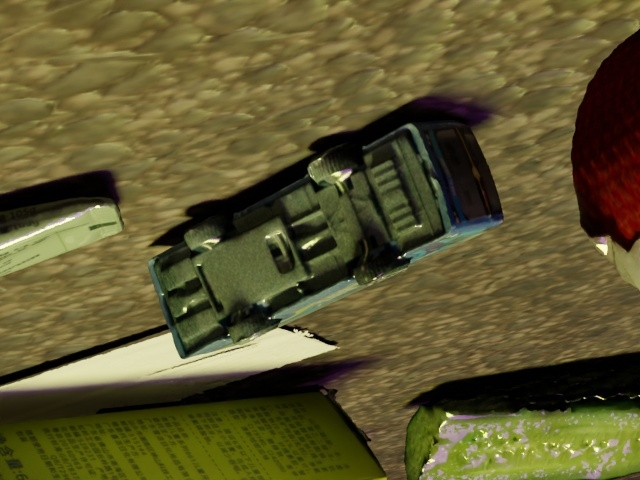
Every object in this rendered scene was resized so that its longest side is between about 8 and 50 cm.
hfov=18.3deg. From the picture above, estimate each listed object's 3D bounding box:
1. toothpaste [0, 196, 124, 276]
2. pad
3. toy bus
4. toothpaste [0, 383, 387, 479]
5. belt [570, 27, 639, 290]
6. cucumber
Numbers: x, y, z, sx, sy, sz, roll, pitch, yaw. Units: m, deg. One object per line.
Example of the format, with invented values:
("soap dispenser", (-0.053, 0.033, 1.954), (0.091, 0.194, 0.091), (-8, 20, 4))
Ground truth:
("toothpaste", (-0.166, 0.016, 0.703), (0.197, 0.029, 0.048), (-15, 168, -3))
("pad", (-0.116, 0.078, 1.008), (0.232, 0.004, 0.156), (-19, 164, 17))
("toy bus", (0.000, 0.000, 0.751), (0.153, 0.051, 0.061), (-26, 173, 38))
("toothpaste", (-0.123, 0.150, 1.019), (0.327, 0.077, 0.110), (-2, 129, -39))
("belt", (0.185, -0.039, 0.613), (0.201, 0.128, 0.124), (-7, 163, -35))
("cucumber", (0.155, 0.112, 1.273), (0.211, 0.062, 0.078), (-2, 128, -19))
